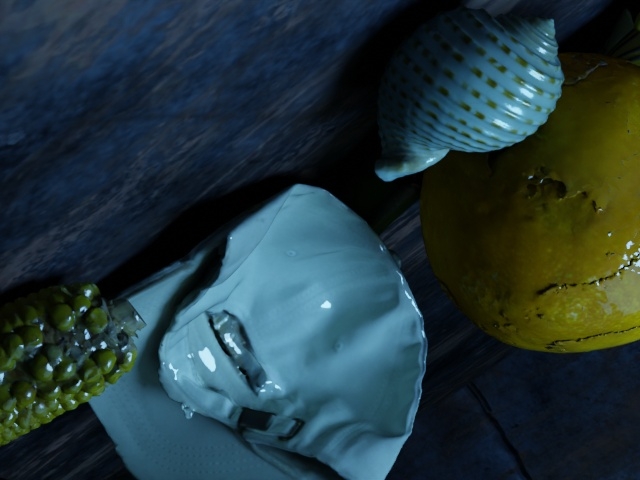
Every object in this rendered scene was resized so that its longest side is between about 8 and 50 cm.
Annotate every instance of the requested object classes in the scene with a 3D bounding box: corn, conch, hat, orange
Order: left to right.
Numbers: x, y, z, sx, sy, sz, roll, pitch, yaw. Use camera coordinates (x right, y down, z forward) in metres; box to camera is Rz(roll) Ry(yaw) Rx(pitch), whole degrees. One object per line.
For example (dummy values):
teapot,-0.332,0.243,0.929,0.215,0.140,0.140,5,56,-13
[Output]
corn,-0.276,0.125,0.920,0.319,0.097,0.097,-29,165,-7
hat,-0.074,0.096,1.092,0.301,0.258,0.168,-19,-161,24
conch,0.099,-0.117,0.913,0.153,0.102,0.135,-16,-159,16
orange,0.201,-0.026,1.006,0.246,0.246,0.246,-31,165,-9

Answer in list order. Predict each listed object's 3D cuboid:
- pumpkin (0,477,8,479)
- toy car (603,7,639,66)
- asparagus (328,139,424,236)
pumpkin,-0.369,0.325,1.229,0.220,0.162,0.220,-37,159,-17
toy car,0.329,-0.163,1.159,0.248,0.142,0.200,-42,169,-1
asparagus,0.001,0.000,1.151,0.277,0.067,0.060,-40,-172,35
